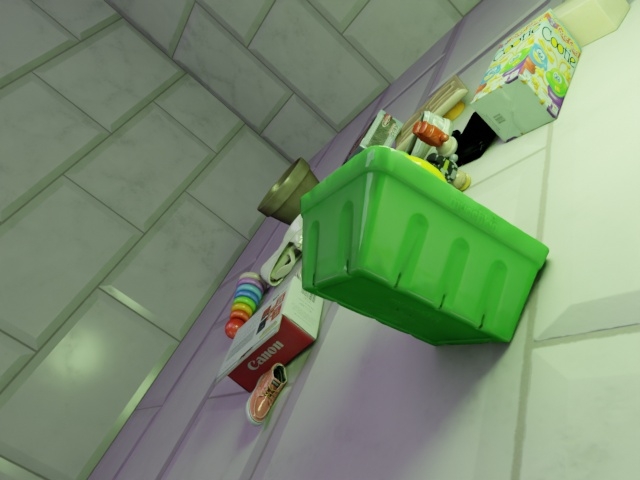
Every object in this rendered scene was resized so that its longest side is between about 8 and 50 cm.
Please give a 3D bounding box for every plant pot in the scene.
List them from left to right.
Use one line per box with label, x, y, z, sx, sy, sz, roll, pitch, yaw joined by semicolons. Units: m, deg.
plant pot;-0.093;-0.185;1.984;0.323;0.280;0.323;-46;16;17

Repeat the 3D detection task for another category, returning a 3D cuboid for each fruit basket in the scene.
fruit basket;0.162;-0.038;0.723;0.283;0.392;0.392;-27;27;56

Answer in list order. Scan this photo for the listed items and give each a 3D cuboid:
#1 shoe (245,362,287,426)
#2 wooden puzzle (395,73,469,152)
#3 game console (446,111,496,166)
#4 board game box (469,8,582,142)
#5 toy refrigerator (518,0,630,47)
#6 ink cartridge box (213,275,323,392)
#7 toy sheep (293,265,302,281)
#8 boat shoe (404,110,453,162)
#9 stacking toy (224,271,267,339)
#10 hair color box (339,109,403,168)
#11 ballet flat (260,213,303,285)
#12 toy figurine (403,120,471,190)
shoe;-0.142;0.406;1.119;0.081;0.064;0.178;-49;9;22
wooden puzzle;0.420;-0.463;1.583;0.322;0.080;0.347;-42;12;28
game console;0.398;-0.286;1.270;0.213;0.044;0.361;-57;16;-25
board game box;0.511;-0.405;1.031;0.142;0.144;0.275;-23;32;59
toy refrigerator;0.641;-0.558;1.106;0.094;0.102;0.269;-54;15;-14
ink cartridge box;-0.151;0.303;1.256;0.309;0.130;0.271;-44;13;24
toy sheep;-0.047;0.130;1.483;0.132;0.091;0.091;-24;27;30
boat shoe;0.282;-0.259;1.306;0.320;0.103;0.118;126;162;-47
stacking toy;-0.347;0.301;1.873;0.141;0.141;0.330;-39;24;37
hair color box;0.199;-0.381;1.789;0.185;0.114;0.374;-60;7;-14
ballet flat;-0.119;0.045;1.855;0.400;0.139;0.139;-52;14;11
toy figurine;0.279;-0.187;1.130;0.213;0.148;0.209;-41;40;35
